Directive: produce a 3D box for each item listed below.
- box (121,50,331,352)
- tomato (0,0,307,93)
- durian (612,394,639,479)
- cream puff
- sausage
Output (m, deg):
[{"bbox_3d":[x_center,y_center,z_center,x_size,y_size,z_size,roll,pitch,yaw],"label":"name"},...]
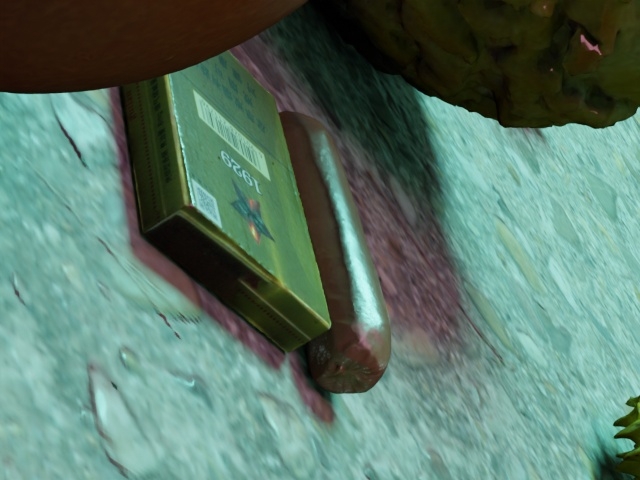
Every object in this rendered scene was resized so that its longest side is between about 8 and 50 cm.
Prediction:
[{"bbox_3d":[-0.039,-0.031,0.662,0.090,0.023,0.133,40,26,-42],"label":"box"},{"bbox_3d":[-0.079,-0.165,0.466,0.256,0.224,0.256,39,31,-29],"label":"tomato"},{"bbox_3d":[0.241,0.165,0.935,0.260,0.153,0.187,-6,88,-77],"label":"durian"},{"bbox_3d":[0.095,-0.191,0.941,0.343,0.231,0.327,55,12,10],"label":"cream puff"},{"bbox_3d":[0.000,0.000,0.703,0.030,0.035,0.147,17,41,-31],"label":"sausage"}]
